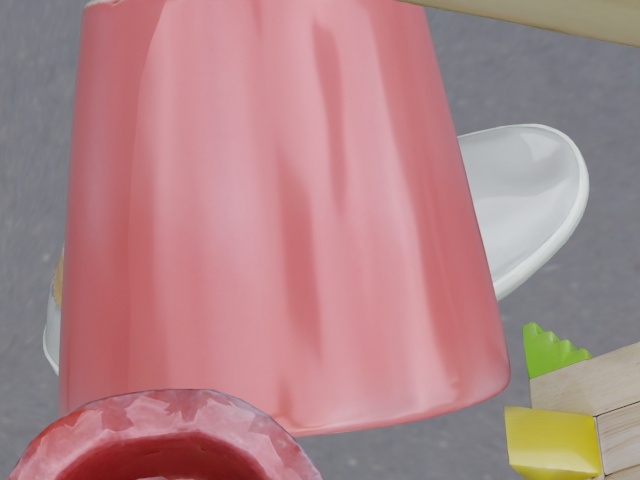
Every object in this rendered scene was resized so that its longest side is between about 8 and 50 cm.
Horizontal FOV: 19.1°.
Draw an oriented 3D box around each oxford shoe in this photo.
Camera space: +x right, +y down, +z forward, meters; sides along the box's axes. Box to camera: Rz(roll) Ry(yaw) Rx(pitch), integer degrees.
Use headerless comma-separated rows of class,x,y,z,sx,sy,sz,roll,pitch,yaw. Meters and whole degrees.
oxford shoe,0.000,0.000,1.455,0.449,0.130,0.169,-17,47,-9

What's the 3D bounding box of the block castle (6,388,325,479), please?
block castle,-0.070,0.286,0.389,0.303,0.213,0.453,-20,69,-6

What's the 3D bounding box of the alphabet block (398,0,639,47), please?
alphabet block,0.122,-0.133,0.296,0.197,0.193,0.192,12,76,-1

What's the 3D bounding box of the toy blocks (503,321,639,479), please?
toy blocks,0.286,0.192,1.245,0.261,0.191,0.381,-21,49,23

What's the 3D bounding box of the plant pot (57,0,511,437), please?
plant pot,-0.029,-0.026,1.102,0.275,0.275,0.243,-5,95,-11
